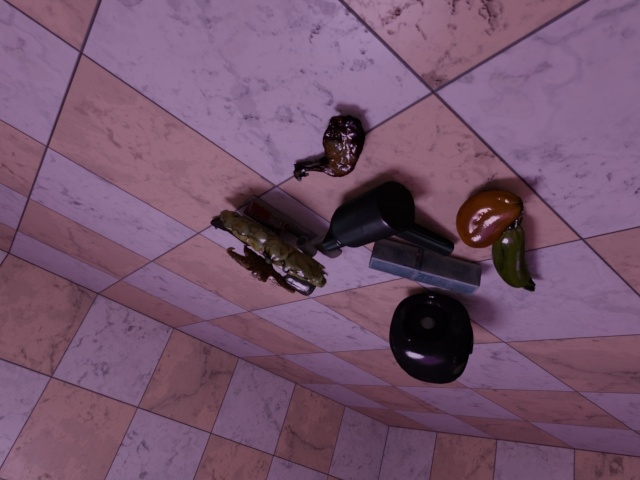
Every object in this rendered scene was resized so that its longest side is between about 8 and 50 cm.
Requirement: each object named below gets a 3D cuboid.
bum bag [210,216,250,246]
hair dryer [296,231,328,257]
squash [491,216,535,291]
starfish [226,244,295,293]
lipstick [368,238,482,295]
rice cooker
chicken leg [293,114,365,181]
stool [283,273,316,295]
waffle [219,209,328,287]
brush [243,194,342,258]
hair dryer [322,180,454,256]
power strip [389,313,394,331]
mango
[{"bbox_3d":[-0.249,-0.026,1.402,0.109,0.026,0.159,-13,139,44],"label":"bum bag"},{"bbox_3d":[0.000,0.000,1.263,0.124,0.038,0.063,-26,139,13],"label":"hair dryer"},{"bbox_3d":[0.443,0.044,1.062,0.080,0.071,0.318,-1,147,30],"label":"squash"},{"bbox_3d":[-0.158,0.075,1.263,0.240,0.043,0.227,40,-171,-23],"label":"starfish"},{"bbox_3d":[0.276,0.070,1.206,0.289,0.076,0.077,16,151,4],"label":"lipstick"},{"bbox_3d":[0.338,0.292,1.399,0.267,0.267,0.224,3,142,26],"label":"rice cooker"},{"bbox_3d":[0.021,-0.174,0.944,0.106,0.051,0.253,33,151,-14],"label":"chicken leg"},{"bbox_3d":[-0.063,0.123,1.492,0.110,0.096,0.096,25,152,-5],"label":"stool"},{"bbox_3d":[-0.126,0.022,1.261,0.297,0.073,0.317,31,176,42],"label":"waffle"},{"bbox_3d":[-0.076,-0.022,1.287,0.321,0.050,0.060,32,146,-26],"label":"brush"},{"bbox_3d":[0.174,-0.012,1.107,0.302,0.116,0.244,24,155,-26],"label":"hair dryer"},{"bbox_3d":[0.321,0.325,1.645,0.175,0.075,0.042,33,147,-24],"label":"power strip"},{"bbox_3d":[0.344,-0.053,0.941,0.105,0.084,0.159,42,135,8],"label":"mango"}]
